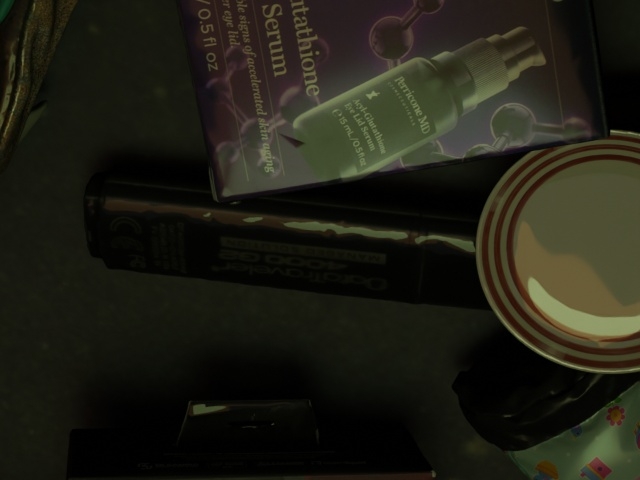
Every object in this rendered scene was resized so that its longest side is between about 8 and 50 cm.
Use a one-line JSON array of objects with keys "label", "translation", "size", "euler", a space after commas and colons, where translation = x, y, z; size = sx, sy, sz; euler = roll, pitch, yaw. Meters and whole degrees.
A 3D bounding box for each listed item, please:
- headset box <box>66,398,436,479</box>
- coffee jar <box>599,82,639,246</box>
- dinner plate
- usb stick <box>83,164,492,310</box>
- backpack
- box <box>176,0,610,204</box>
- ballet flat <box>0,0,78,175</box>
[{"label": "headset box", "translation": [-0.048, 0.238, 0.986], "size": [0.218, 0.110, 0.293], "euler": [1, 99, -9]}, {"label": "coffee jar", "translation": [0.239, -0.033, 0.893], "size": [0.184, 0.079, 0.096], "euler": [7, 117, 3]}, {"label": "dinner plate", "translation": [0.154, 0.006, 0.866], "size": [0.141, 0.017, 0.141], "euler": [5, 113, 12]}, {"label": "usb stick", "translation": [0.000, 0.000, 0.951], "size": [0.278, 0.045, 0.077], "euler": [6, 139, 3]}, {"label": "backpack", "translation": [0.185, 0.125, 0.959], "size": [0.152, 0.115, 0.182], "euler": [-34, 111, 18]}, {"label": "box", "translation": [0.035, -0.116, 0.833], "size": [0.207, 0.108, 0.153], "euler": [-10, 102, 6]}, {"label": "ballet flat", "translation": [-0.180, -0.109, 0.882], "size": [0.107, 0.106, 0.316], "euler": [39, 114, 13]}]
